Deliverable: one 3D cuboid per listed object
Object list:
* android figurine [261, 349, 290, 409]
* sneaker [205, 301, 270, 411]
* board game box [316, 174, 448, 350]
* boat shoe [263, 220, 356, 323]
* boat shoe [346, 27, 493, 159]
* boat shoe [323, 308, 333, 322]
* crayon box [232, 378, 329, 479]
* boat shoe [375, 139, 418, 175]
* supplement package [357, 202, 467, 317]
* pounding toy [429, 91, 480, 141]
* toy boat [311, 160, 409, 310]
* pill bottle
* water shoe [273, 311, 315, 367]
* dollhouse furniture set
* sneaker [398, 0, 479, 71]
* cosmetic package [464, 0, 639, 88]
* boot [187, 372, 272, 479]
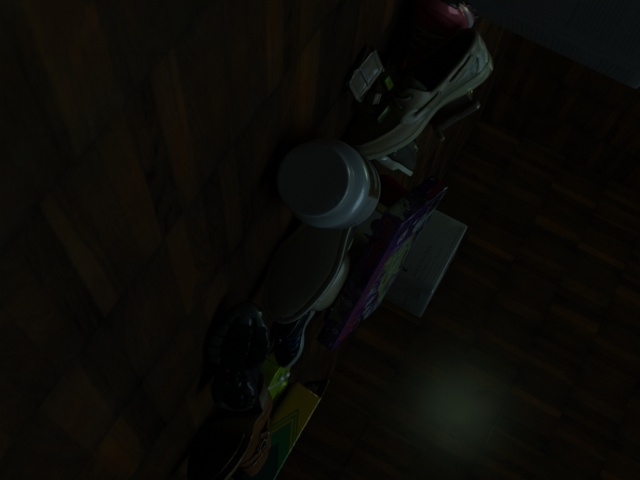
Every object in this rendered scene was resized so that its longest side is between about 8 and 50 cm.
[{"bbox_3d":[-0.134,0.364,1.865,0.273,0.056,0.248,-60,170,2],"label":"android figurine"},{"bbox_3d":[-0.137,0.175,1.303,0.267,0.101,0.106,106,-6,-47],"label":"sneaker"},{"bbox_3d":[0.119,0.046,1.549,0.208,0.056,0.347,-30,154,-48],"label":"board game box"},{"bbox_3d":[0.000,0.000,1.395,0.097,0.116,0.325,52,61,-76],"label":"boat shoe"},{"bbox_3d":[0.162,-0.260,1.392,0.302,0.109,0.098,-35,145,10],"label":"boat shoe"},{"bbox_3d":[0.076,0.112,2.168,0.118,0.103,0.320,-80,-165,-54],"label":"boat shoe"},{"bbox_3d":[-0.113,0.475,2.011,0.319,0.081,0.202,-58,-170,-22],"label":"crayon box"},{"bbox_3d":[0.157,-0.201,1.648,0.091,0.109,0.305,-59,167,10],"label":"boat shoe"},{"bbox_3d":[0.188,0.020,1.949,0.199,0.262,0.198,-58,169,-21],"label":"supplement package"},{"bbox_3d":[0.277,-0.307,1.664,0.154,0.155,0.269,-38,-156,8],"label":"pounding toy"},{"bbox_3d":[0.042,-0.007,1.570,0.318,0.148,0.267,-55,166,5],"label":"toy boat"},{"bbox_3d":[0.012,-0.083,1.168,0.131,0.131,0.229,-63,170,6],"label":"pill bottle"},{"bbox_3d":[-0.076,0.196,1.716,0.080,0.073,0.203,-14,131,-47],"label":"water shoe"},{"bbox_3d":[0.069,-0.258,1.298,0.076,0.058,0.152,-53,150,-8],"label":"dollhouse furniture set"},{"bbox_3d":[0.204,-0.357,1.449,0.136,0.115,0.314,-60,170,-4],"label":"sneaker"},{"bbox_3d":[0.535,-0.509,1.721,0.162,0.453,0.230,-64,170,10],"label":"cosmetic package"},{"bbox_3d":[-0.174,0.428,1.615,0.220,0.108,0.284,87,17,-46],"label":"boot"}]
